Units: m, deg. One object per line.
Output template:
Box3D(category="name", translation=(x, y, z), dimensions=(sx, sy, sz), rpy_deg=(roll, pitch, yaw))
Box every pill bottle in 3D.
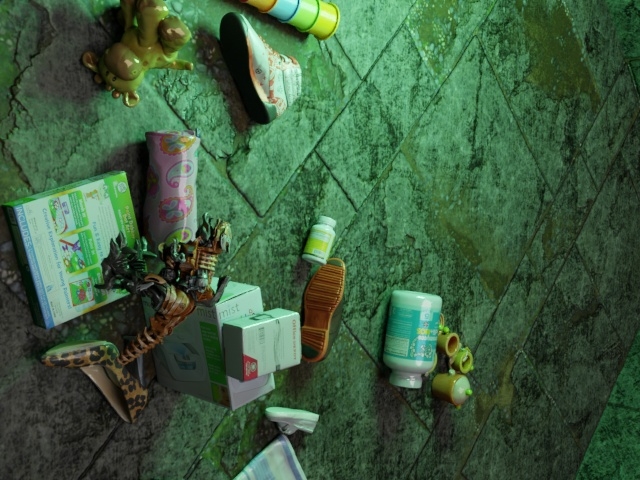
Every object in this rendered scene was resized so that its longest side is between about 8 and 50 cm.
Box3D(category="pill bottle", translation=(0.256, 0.278, 2.372), dimensions=(0.146, 0.146, 0.263), rpy_deg=(7, 91, -47))
Box3D(category="pill bottle", translation=(0.000, 0.000, 2.125), dimensions=(0.065, 0.065, 0.116), rpy_deg=(30, 74, -44))

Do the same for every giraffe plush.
Box3D(category="giraffe plush", translation=(-0.368, -0.368, 1.648), dimensions=(0.170, 0.181, 0.210), rpy_deg=(-46, 161, -20))

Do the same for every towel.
Box3D(category="towel", translation=(-0.147, 0.642, 2.084), dimensions=(0.285, 0.034, 0.209), rpy_deg=(-39, 121, -36))

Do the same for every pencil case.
Box3D(category="pencil case", translation=(-0.308, -0.093, 1.752), dimensions=(0.124, 0.124, 0.283), rpy_deg=(-1, 95, -46))

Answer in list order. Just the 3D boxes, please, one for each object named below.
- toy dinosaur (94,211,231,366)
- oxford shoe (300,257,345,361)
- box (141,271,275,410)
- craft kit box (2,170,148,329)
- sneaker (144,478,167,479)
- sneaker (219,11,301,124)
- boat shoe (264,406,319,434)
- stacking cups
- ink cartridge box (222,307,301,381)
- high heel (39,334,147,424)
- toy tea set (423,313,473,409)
Box3D(category="toy dinosaur", translation=(-0.301, 0.084, 1.604), dimensions=(0.322, 0.218, 0.164), rpy_deg=(-57, 172, -23))
Box3D(category="oxford shoe", translation=(0.012, 0.179, 2.160), dimensions=(0.098, 0.097, 0.271), rpy_deg=(25, 81, -65))
Box3D(category="box", translation=(-0.237, 0.201, 1.764), dimensions=(0.127, 0.262, 0.231), rpy_deg=(-23, 112, -42))
Box3D(category="craft kit box", translation=(-0.469, 0.013, 1.646), dimensions=(0.247, 0.061, 0.249), rpy_deg=(-23, 111, -40))
Box3D(category="sneaker", translation=(-0.380, 0.584, 1.785), dimensions=(0.276, 0.098, 0.135), rpy_deg=(12, 87, -44))
Box3D(category="sneaker", translation=(-0.130, -0.413, 1.917), dimensions=(0.145, 0.090, 0.270), rpy_deg=(-43, 128, -35))
Box3D(category="boat shoe", translation=(-0.076, 0.458, 2.117), dimensions=(0.184, 0.066, 0.063), rpy_deg=(22, 78, -55))
Box3D(category="stacking cups", translation=(-0.092, -0.548, 1.931), dimensions=(0.316, 0.096, 0.095), rpy_deg=(9, 89, -47))
Box3D(category="ink cartridge box", translation=(-0.114, 0.203, 1.656), dimensions=(0.151, 0.063, 0.109), rpy_deg=(-11, 103, -45))
Box3D(category="high heel", translation=(-0.446, 0.290, 1.674), dimensions=(0.261, 0.093, 0.186), rpy_deg=(1, 88, -55))
Box3D(category="toy tea set", translation=(0.387, 0.357, 2.534), dimensions=(0.336, 0.124, 0.200), rpy_deg=(50, 61, -38))
